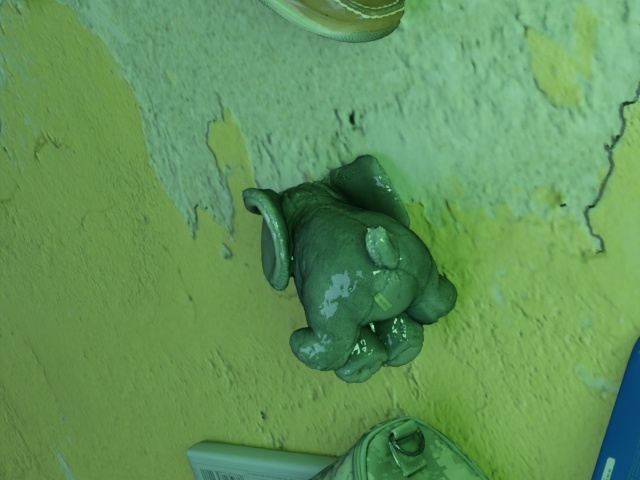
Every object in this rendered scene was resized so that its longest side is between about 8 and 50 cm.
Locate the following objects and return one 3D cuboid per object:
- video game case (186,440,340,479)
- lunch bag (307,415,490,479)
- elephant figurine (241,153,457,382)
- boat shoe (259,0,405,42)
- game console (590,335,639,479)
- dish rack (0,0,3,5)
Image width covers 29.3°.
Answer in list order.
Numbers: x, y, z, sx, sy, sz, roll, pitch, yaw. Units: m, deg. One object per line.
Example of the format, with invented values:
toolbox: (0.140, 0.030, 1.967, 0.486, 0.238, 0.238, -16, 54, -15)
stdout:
video game case: (-0.014, 0.390, 1.475, 0.329, 0.036, 0.300, -6, 108, 51)
lunch bag: (0.056, 0.336, 1.193, 0.305, 0.212, 0.256, -48, 63, 46)
elephant figurine: (0.000, 0.000, 1.118, 0.186, 0.169, 0.239, -52, 51, 22)
boat shoe: (-0.039, -0.300, 0.986, 0.324, 0.123, 0.116, 52, 141, 11)
game console: (0.305, 0.223, 0.840, 0.173, 0.293, 0.250, 20, 174, -12)
dish rack: (-0.368, -0.435, 1.341, 0.285, 0.072, 0.333, 59, 144, 3)
